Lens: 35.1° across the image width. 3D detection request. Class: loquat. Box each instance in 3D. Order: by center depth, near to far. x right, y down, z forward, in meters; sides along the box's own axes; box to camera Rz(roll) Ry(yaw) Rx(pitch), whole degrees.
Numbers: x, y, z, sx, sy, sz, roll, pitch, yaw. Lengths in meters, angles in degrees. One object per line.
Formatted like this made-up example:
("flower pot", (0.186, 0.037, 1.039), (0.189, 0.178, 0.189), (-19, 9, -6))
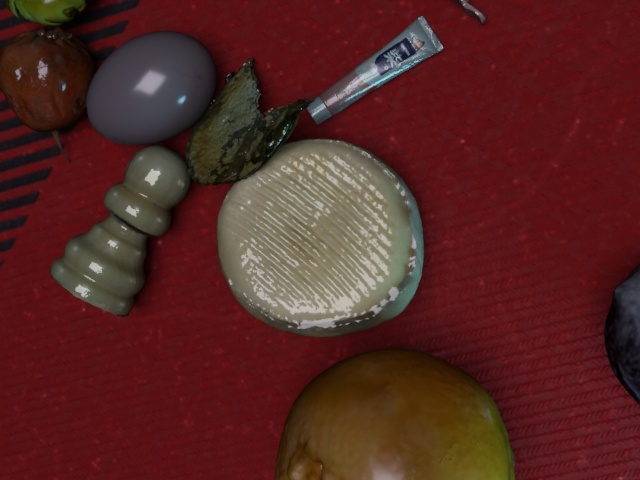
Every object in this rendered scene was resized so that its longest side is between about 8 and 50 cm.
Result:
("loquat", (0.095, 0.296, 1.293), (0.328, 0.328, 0.329), (1, 94, 12))

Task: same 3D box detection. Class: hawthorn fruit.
("hawthorn fruit", (-0.396, -0.215, 1.451), (0.149, 0.149, 0.189), (10, 91, 11))

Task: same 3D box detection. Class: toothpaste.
("toothpaste", (0.072, -0.233, 1.411), (0.205, 0.036, 0.056), (-33, 87, 8))

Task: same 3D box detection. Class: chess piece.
("chess piece", (-0.274, -0.026, 1.454), (0.133, 0.133, 0.243), (31, 93, 8))

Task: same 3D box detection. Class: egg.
("egg", (-0.238, -0.211, 1.417), (0.198, 0.146, 0.147), (-23, 89, 13))

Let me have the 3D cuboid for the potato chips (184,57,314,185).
("potato chips", (-0.103, -0.159, 1.386), (0.219, 0.029, 0.202), (17, 73, 50))

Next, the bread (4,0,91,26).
("bread", (-0.389, -0.357, 1.461), (0.139, 0.130, 0.071), (-3, 136, 17))

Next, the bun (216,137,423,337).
("bun", (0.000, 0.000, 1.384), (0.287, 0.146, 0.288), (-1, 82, 4))

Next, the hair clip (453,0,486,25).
("hair clip", (0.133, -0.369, 1.389), (0.225, 0.034, 0.072), (24, 94, 11))

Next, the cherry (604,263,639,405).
("cherry", (0.499, 0.130, 1.249), (0.296, 0.218, 0.255), (30, 105, 14))
